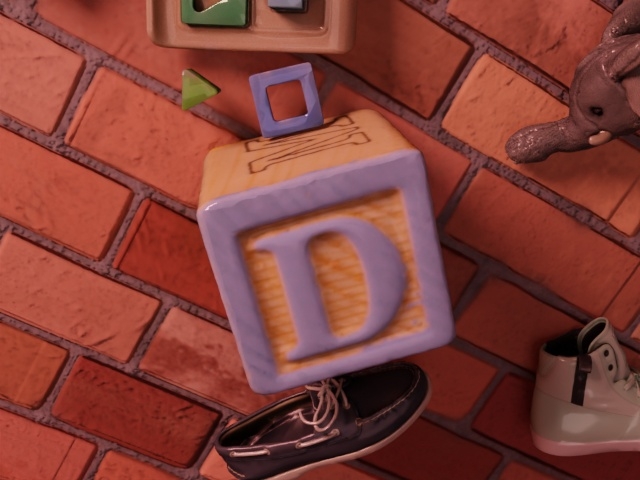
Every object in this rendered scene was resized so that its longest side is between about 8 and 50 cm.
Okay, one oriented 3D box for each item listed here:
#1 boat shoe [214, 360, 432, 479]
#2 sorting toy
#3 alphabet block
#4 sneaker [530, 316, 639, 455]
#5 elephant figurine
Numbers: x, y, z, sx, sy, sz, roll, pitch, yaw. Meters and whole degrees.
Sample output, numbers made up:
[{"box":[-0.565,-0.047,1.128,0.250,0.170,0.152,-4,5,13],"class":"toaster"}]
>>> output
[{"box":[0.001,0.196,0.832,0.254,0.095,0.079,-24,123,11],"class":"boat shoe"},{"box":[-0.061,-0.265,0.659,0.195,0.047,0.348,2,104,-1],"class":"sorting toy"},{"box":[0.000,0.000,0.701,0.193,0.197,0.193,-13,112,-2],"class":"alphabet block"},{"box":[0.376,0.164,0.866,0.255,0.094,0.151,-6,108,-6],"class":"sneaker"},{"box":[0.326,-0.158,0.713,0.239,0.169,0.186,10,86,2],"class":"elephant figurine"}]
